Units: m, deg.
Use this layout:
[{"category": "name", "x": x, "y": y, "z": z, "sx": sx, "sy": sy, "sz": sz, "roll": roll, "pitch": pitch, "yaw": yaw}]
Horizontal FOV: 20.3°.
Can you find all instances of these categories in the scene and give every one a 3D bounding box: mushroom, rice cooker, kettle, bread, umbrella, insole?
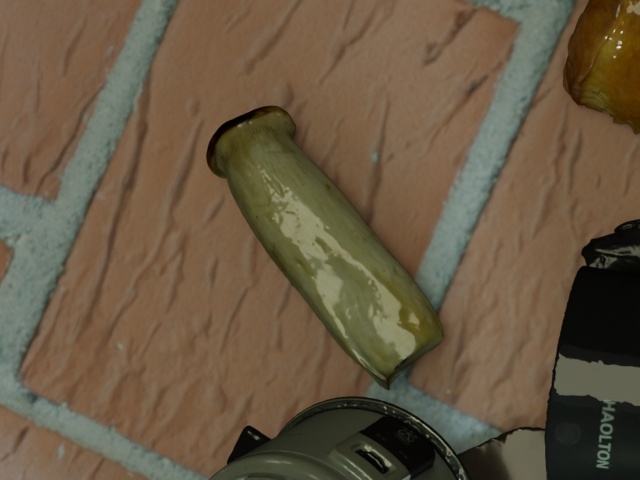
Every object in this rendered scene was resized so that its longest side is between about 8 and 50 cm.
[{"category": "mushroom", "x": 0.000, "y": 0.000, "z": 1.751, "sx": 0.100, "sy": 0.081, "sz": 0.312, "roll": -41, "pitch": 73, "yaw": 15}, {"category": "rice cooker", "x": 0.015, "y": 0.274, "z": 1.623, "sx": 0.280, "sy": 0.227, "sz": 0.241, "roll": 34, "pitch": 116, "yaw": 20}, {"category": "kettle", "x": 0.358, "y": 0.172, "z": 1.545, "sx": 0.308, "sy": 0.203, "sz": 0.262, "roll": 8, "pitch": 83, "yaw": 17}, {"category": "bread", "x": 0.324, "y": -0.211, "z": 1.647, "sx": 0.143, "sy": 0.139, "sz": 0.229, "roll": 33, "pitch": 95, "yaw": 12}, {"category": "umbrella", "x": 0.357, "y": -0.011, "z": 1.639, "sx": 0.235, "sy": 0.066, "sz": 0.059, "roll": -21, "pitch": 70, "yaw": 12}, {"category": "insole", "x": 0.090, "y": 0.267, "z": 1.720, "sx": 0.327, "sy": 0.007, "sz": 0.111, "roll": -24, "pitch": 77, "yaw": 14}]
